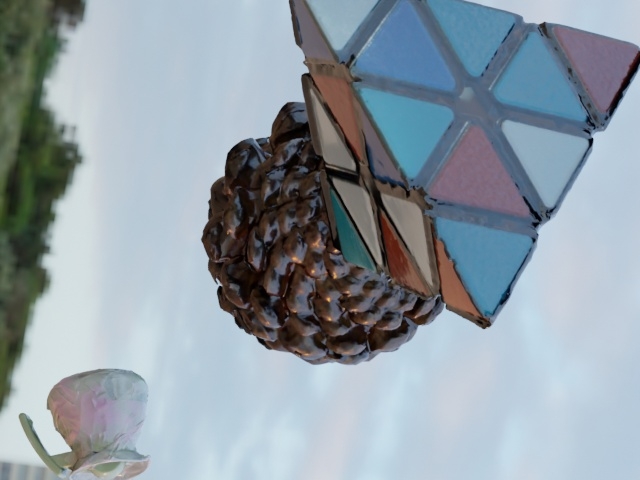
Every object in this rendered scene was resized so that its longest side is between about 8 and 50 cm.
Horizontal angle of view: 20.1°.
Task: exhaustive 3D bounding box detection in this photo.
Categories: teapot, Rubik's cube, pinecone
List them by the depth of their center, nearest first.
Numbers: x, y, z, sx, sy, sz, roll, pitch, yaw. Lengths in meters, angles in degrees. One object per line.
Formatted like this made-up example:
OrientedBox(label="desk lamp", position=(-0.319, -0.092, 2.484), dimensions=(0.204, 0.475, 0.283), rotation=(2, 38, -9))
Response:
OrientedBox(label="teapot", position=(-0.145, 0.120, 1.131), dimensions=(0.064, 0.083, 0.064), rotation=(70, 8, -68))
OrientedBox(label="Rubik's cube", position=(0.073, -0.123, 1.225), dimensions=(0.250, 0.234, 0.284), rotation=(-42, -162, -3))
OrientedBox(label="pinecone", position=(0.000, 0.000, 1.497), dimensions=(0.221, 0.221, 0.221), rotation=(-171, -90, -76))
